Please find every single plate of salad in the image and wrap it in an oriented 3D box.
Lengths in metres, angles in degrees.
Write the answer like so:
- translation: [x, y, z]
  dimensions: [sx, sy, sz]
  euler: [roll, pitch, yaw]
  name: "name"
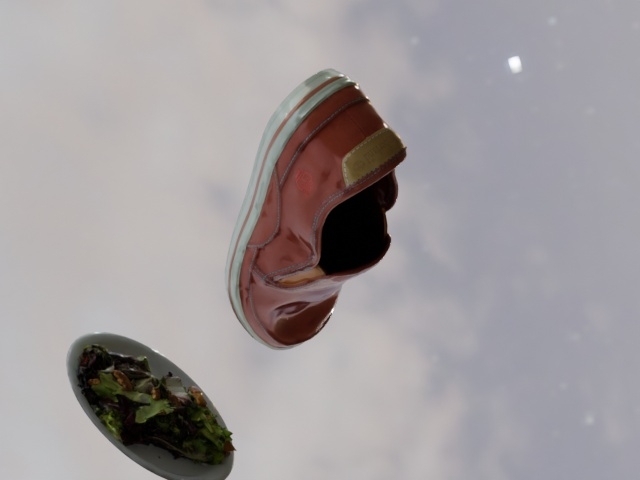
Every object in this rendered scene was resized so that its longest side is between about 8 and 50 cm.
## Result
- translation: [-0.158, 0.156, 1.860]
  dimensions: [0.200, 0.048, 0.200]
  euler: [34, -156, -18]
  name: "plate of salad"

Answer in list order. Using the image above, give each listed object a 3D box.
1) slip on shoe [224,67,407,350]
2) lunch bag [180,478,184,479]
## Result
- translation: [0.000, 0.000, 1.521]
  dimensions: [0.123, 0.331, 0.101]
  euler: [-37, -111, -28]
  name: "slip on shoe"
- translation: [-0.138, 0.327, 1.196]
  dimensions: [0.235, 0.169, 0.287]
  euler: [52, -134, 6]
  name: "lunch bag"
